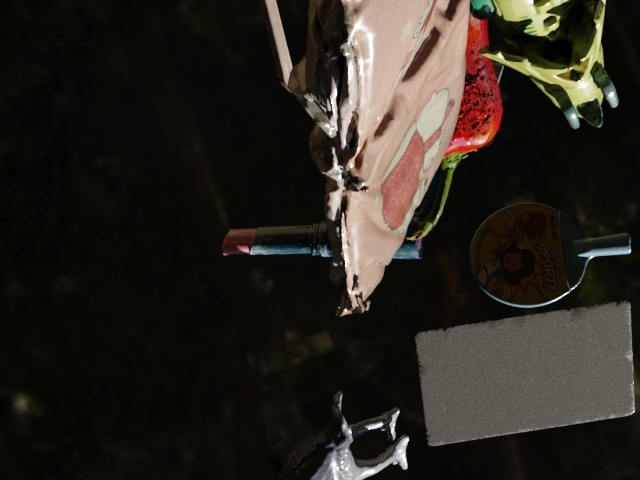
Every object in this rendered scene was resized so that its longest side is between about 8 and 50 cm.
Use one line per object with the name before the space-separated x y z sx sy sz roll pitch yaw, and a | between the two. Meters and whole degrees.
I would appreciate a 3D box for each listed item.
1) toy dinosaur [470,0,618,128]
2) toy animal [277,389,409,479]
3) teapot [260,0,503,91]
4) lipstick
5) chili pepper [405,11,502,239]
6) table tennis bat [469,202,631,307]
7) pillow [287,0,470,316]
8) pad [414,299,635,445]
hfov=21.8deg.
toy dinosaur | 0.122 -0.171 1.030 0.094 0.153 0.259 -31 155 6
toy animal | 0.021 0.257 1.952 0.206 0.081 0.367 -14 158 -35
teapot | 0.071 -0.321 2.020 0.300 0.344 0.253 -17 -158 -11
lipstick | 0.000 0.000 1.927 0.234 0.053 0.053 -3 -166 12
chili pepper | 0.097 -0.185 1.393 0.110 0.387 0.110 -4 -166 1
table tennis bat | 0.219 0.012 1.588 0.155 0.100 0.019 -5 173 -2
pillow | 0.029 -0.075 0.737 0.049 0.248 0.135 16 -121 14
pad | 0.203 0.132 1.638 0.211 0.143 0.003 -8 -149 1
